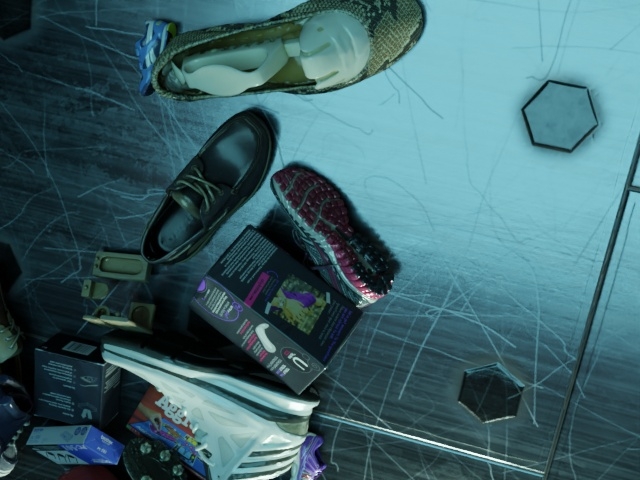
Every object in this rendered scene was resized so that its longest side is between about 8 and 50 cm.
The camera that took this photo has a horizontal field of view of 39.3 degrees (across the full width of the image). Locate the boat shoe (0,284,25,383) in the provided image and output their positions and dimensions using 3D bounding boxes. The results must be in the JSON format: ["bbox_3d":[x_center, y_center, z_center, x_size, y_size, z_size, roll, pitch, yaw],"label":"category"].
[{"bbox_3d":[-0.677,0.203,1.883,0.116,0.123,0.324,9,119,6],"label":"boat shoe"}]

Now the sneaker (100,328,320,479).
[{"bbox_3d":[-0.247,0.345,1.758,0.447,0.169,0.258,18,98,6],"label":"sneaker"}]

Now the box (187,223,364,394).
[{"bbox_3d":[-0.084,0.128,1.651,0.270,0.143,0.165,39,147,1],"label":"box"}]

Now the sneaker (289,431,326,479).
[{"bbox_3d":[-0.025,0.471,1.813,0.071,0.068,0.170,7,104,4],"label":"sneaker"}]

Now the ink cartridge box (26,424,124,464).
[{"bbox_3d":[-0.517,0.430,1.885,0.207,0.046,0.097,-11,137,38],"label":"ink cartridge box"}]

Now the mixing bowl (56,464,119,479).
[{"bbox_3d":[-0.507,0.544,1.926,0.181,0.181,0.098,-38,62,22],"label":"mixing bowl"}]

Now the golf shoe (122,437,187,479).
[{"bbox_3d":[-0.316,0.528,1.879,0.273,0.105,0.120,43,141,-5],"label":"golf shoe"}]

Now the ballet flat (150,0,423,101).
[{"bbox_3d":[-0.068,-0.307,1.523,0.482,0.182,0.164,-7,115,16],"label":"ballet flat"}]

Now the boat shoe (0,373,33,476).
[{"bbox_3d":[-0.663,0.394,1.879,0.158,0.340,0.127,-17,61,-5],"label":"boat shoe"}]

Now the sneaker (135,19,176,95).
[{"bbox_3d":[-0.311,-0.337,1.650,0.059,0.053,0.144,21,102,7],"label":"sneaker"}]

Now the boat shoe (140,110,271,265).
[{"bbox_3d":[-0.213,-0.079,1.659,0.132,0.130,0.355,36,112,2],"label":"boat shoe"}]

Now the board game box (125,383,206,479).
[{"bbox_3d":[-0.260,0.415,1.880,0.281,0.027,0.145,33,111,3],"label":"board game box"}]

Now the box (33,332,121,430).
[{"bbox_3d":[-0.506,0.294,1.872,0.156,0.093,0.158,12,108,11],"label":"box"}]

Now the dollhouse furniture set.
[{"bbox_3d":[-0.399,0.089,1.731,0.144,0.123,0.151,5,76,13],"label":"dollhouse furniture set"}]

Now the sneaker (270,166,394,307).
[{"bbox_3d":[0.000,0.000,1.639,0.112,0.121,0.299,-35,90,42],"label":"sneaker"}]
